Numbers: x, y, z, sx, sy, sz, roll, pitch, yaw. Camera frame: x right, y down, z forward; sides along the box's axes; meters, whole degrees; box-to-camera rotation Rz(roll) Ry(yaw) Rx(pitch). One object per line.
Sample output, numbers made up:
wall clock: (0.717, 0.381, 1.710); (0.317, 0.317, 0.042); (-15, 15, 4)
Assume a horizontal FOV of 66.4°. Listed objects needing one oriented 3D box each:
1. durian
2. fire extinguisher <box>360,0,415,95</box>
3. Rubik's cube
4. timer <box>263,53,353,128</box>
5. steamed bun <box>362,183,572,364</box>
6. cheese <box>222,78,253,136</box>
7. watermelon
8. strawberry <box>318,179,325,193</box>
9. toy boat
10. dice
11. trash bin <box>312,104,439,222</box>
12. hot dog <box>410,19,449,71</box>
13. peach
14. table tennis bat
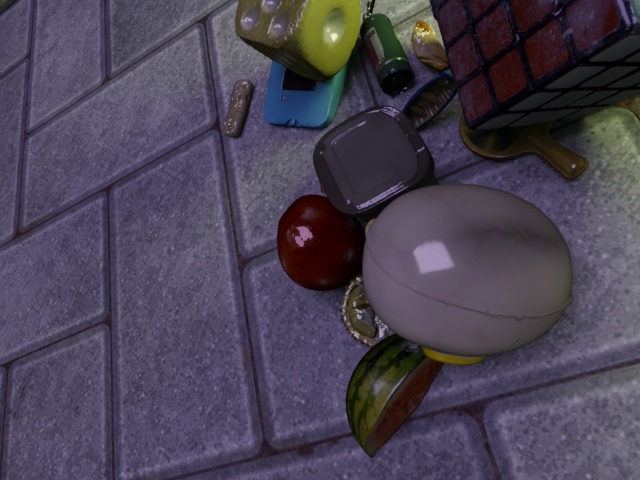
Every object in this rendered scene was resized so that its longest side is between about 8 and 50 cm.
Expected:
durian: (0.120, 0.131, 1.086); (0.147, 0.102, 0.208); (23, 79, 4)
fire extinguisher: (0.161, -0.525, 1.307); (0.093, 0.118, 0.294); (-9, 63, -12)
Rubik's cube: (0.442, -0.419, 0.851); (0.344, 0.338, 0.344); (-22, 80, 65)
timer: (-0.040, -0.445, 1.417); (0.232, 0.091, 0.249); (14, 91, 31)
steamed bun: (0.261, 0.050, 0.896); (0.334, 0.375, 0.333); (-173, 90, -74)
cheese: (-0.257, -0.414, 1.526); (0.065, 0.043, 0.193); (5, 75, 31)
watermelon: (0.127, 0.289, 0.998); (0.128, 0.159, 0.303); (36, 93, 37)
strawberry: (0.065, -0.194, 1.251); (0.147, 0.082, 0.187); (36, 98, 39)
toy boat: (0.243, -0.320, 1.161); (0.229, 0.080, 0.045); (-44, 27, 56)
dice: (-0.053, -0.561, 1.246); (0.233, 0.238, 0.226); (27, 100, 30)
trash bin: (0.147, -0.132, 1.079); (0.219, 0.250, 0.219); (-30, 61, 16)
hot dog: (0.273, -0.484, 1.246); (0.078, 0.061, 0.168); (-9, 62, -20)
peach: (0.000, 0.000, 1.128); (0.200, 0.243, 0.243); (-21, 64, 15)
table tennis bat: (0.447, -0.238, 1.080); (0.198, 0.050, 0.320); (-43, 54, 7)
